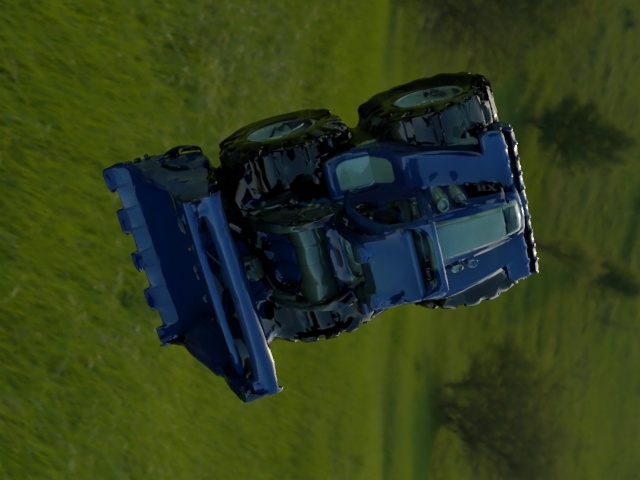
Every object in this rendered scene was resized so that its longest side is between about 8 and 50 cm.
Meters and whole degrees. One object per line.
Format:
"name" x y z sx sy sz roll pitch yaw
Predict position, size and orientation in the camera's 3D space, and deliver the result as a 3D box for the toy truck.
"toy truck" 0.000 0.000 0.531 0.126 0.208 0.113 -92 167 -68
